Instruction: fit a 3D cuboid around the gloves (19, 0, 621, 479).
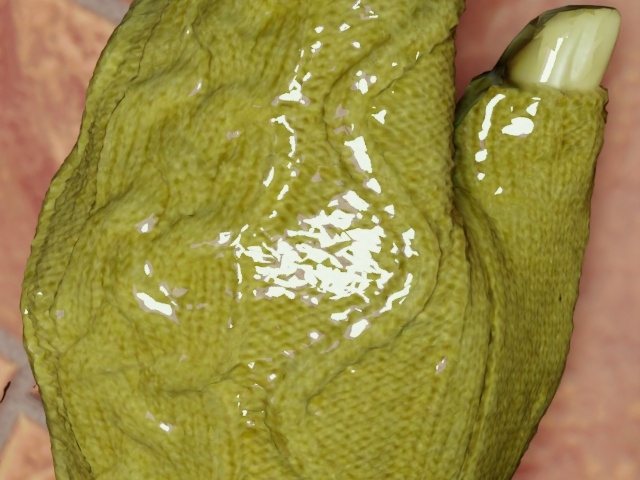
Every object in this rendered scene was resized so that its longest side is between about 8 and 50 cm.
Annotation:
[{"bbox_3d":[-0.004,0.008,0.567,0.203,0.155,0.356,6,91,14],"label":"gloves"}]
